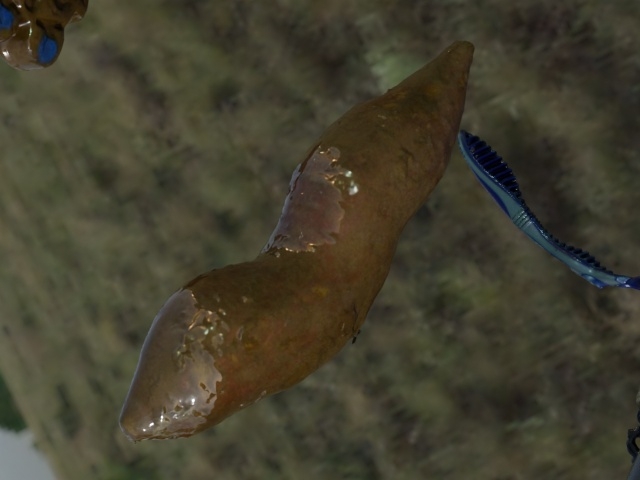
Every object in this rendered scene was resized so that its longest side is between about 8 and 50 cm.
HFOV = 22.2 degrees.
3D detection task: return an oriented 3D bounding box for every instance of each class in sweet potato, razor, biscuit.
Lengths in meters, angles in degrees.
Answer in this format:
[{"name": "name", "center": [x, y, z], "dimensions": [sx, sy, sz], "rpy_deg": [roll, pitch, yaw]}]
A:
[{"name": "sweet potato", "center": [0.002, 0.003, 0.646], "dimensions": [0.051, 0.218, 0.065], "rpy_deg": [6, 138, 55]}, {"name": "razor", "center": [0.128, -0.009, 0.907], "dimensions": [0.154, 0.028, 0.044], "rpy_deg": [40, -173, 23]}, {"name": "biscuit", "center": [-0.143, -0.169, 0.796], "dimensions": [0.124, 0.026, 0.175], "rpy_deg": [34, -129, -57]}]

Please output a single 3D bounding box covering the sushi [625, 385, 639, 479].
[{"name": "sushi", "center": [0.363, 0.199, 1.395], "dimensions": [0.218, 0.225, 0.238], "rpy_deg": [-79, -23, -59]}]
